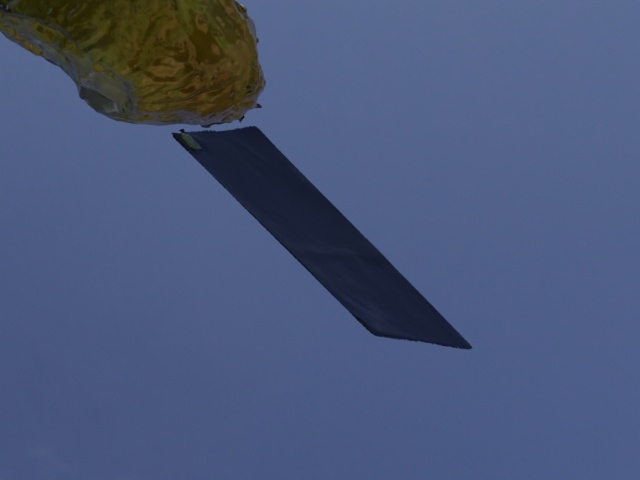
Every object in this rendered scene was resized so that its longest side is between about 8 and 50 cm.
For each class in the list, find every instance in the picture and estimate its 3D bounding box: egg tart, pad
[{"bbox_3d":[-0.149,-0.146,1.009,0.252,0.232,0.098,43,-110,-20],"label":"egg tart"},{"bbox_3d":[0.000,0.000,0.907,0.193,0.116,0.004,46,-109,-22],"label":"pad"}]
